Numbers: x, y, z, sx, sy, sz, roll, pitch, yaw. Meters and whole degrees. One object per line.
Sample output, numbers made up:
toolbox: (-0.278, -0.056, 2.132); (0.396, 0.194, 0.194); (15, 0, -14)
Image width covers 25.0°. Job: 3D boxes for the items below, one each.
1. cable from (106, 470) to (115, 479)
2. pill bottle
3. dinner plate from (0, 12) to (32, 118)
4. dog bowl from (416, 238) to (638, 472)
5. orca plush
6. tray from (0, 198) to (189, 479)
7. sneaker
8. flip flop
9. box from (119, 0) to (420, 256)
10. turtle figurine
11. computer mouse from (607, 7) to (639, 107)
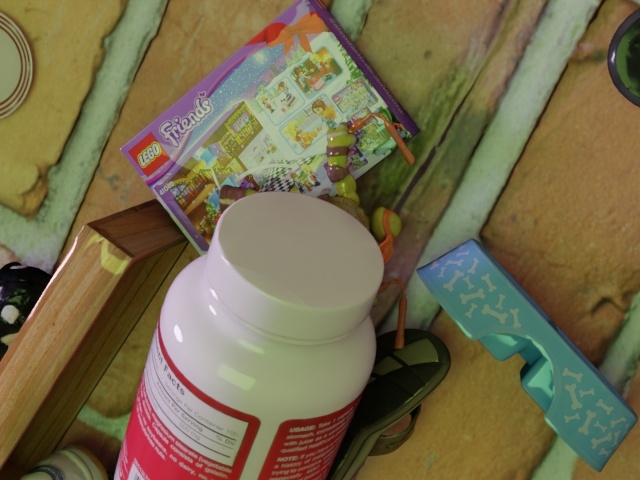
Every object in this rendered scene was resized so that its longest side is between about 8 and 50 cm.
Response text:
cable: (-0.287, 0.370, 1.831); (0.150, 0.047, 0.185); (18, 107, 17)
pill bottle: (-0.075, 0.155, 1.540); (0.229, 0.229, 0.408); (28, 129, 9)
dinner plate: (-0.415, -0.216, 1.772); (0.141, 0.017, 0.141); (3, 100, 16)
dog bowl: (0.230, 0.118, 1.581); (0.074, 0.166, 0.297); (-43, 86, 7)
orca plush: (-0.443, 0.074, 1.750); (0.287, 0.102, 0.151); (-3, 57, 47)
tray: (-0.313, 0.145, 1.710); (0.076, 0.203, 0.411); (36, 107, 8)
sneaker: (-0.377, 0.376, 1.774); (0.112, 0.131, 0.296); (35, 113, 18)
flip flop: (0.062, 0.212, 1.680); (0.080, 0.112, 0.277); (18, 119, -34)
box: (-0.060, -0.116, 1.669); (0.293, 0.057, 0.201); (-37, 90, 18)
turtle figurine: (0.000, 0.000, 1.602); (0.217, 0.087, 0.270); (-4, 104, 13)
computer mouse: (0.435, -0.193, 1.517); (0.272, 0.072, 0.189); (-2, 97, 4)
